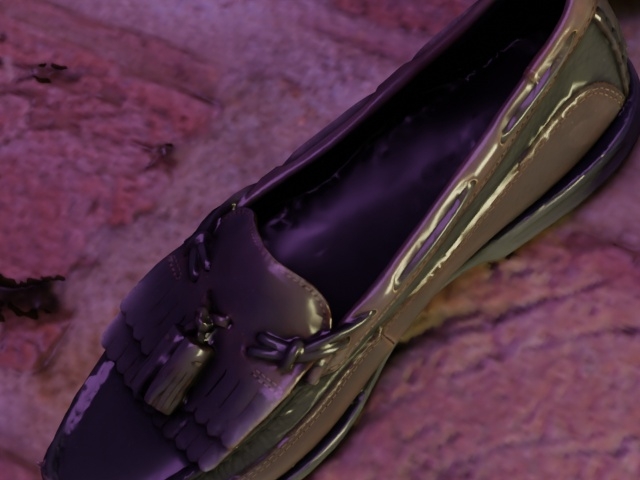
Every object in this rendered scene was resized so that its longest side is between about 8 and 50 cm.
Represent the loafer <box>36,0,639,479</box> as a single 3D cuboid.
[{"bbox_3d":[0.000,0.000,0.666,0.302,0.095,0.109,-41,59,-7],"label":"loafer"}]
